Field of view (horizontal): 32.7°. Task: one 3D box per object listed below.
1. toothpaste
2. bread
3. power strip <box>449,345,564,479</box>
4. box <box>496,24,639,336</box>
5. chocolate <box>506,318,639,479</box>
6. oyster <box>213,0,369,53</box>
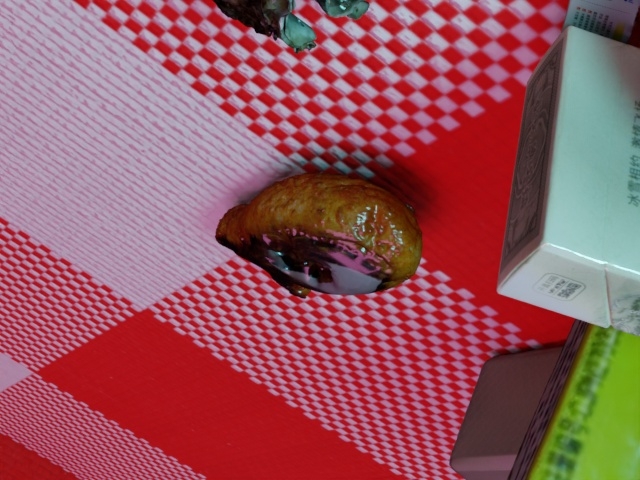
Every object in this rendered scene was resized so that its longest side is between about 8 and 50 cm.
[{"bbox_3d":[0.178,-0.141,0.689,0.046,0.034,0.164,19,151,12],"label":"toothpaste"},{"bbox_3d":[-0.005,-0.005,1.013,0.139,0.095,0.269,40,162,-19],"label":"bread"},{"bbox_3d":[0.226,0.200,1.103,0.140,0.139,0.224,39,149,-24],"label":"power strip"},{"bbox_3d":[0.247,-0.013,0.669,0.256,0.164,0.069,17,150,-6],"label":"box"},{"bbox_3d":[0.300,0.178,0.855,0.289,0.301,0.137,28,163,-2],"label":"chocolate"},{"bbox_3d":[-0.058,-0.223,0.672,0.198,0.112,0.267,33,168,21],"label":"oyster"}]
